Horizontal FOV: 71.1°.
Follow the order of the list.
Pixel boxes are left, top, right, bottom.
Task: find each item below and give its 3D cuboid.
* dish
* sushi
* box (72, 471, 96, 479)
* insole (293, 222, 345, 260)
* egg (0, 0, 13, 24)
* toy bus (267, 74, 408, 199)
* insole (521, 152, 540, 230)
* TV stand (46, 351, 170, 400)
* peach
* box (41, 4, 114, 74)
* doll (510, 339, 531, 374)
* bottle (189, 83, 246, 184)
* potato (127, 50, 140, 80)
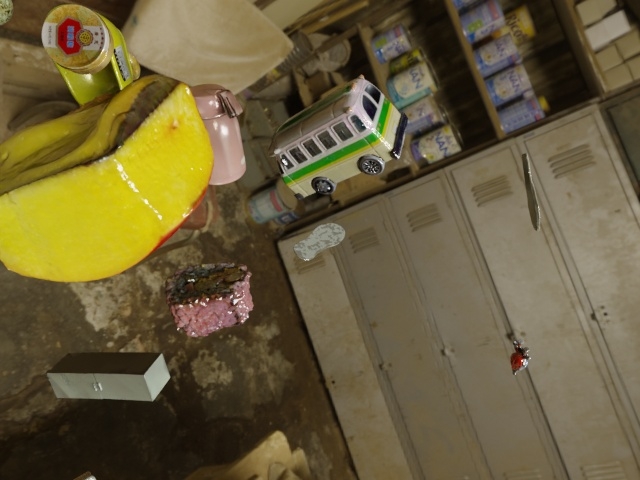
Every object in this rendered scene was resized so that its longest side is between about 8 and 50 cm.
[{"bbox_3d":[-0.554,-0.454,1.129,0.108,0.221,0.262,-50,135,-48],"label":"dish"},{"bbox_3d":[-0.345,0.178,1.417,0.236,0.270,0.170,-115,-162,-58],"label":"sushi"},{"bbox_3d":[-0.641,0.699,1.215,0.089,0.062,0.122,-25,105,-31],"label":"box"},{"bbox_3d":[0.000,0.000,1.079,0.065,0.006,0.193,44,40,10],"label":"insole"},{"bbox_3d":[-0.657,-0.462,0.867,0.085,0.110,0.085,8,90,-82],"label":"egg"},{"bbox_3d":[0.022,-0.225,1.017,0.179,0.306,0.143,41,50,-31],"label":"toy bus"},{"bbox_3d":[0.510,-0.116,1.084,0.063,0.010,0.191,-53,131,-75],"label":"insole"},{"bbox_3d":[-0.519,0.330,1.095,0.088,0.270,0.082,-67,150,-64],"label":"TV stand"},{"bbox_3d":[-0.365,-0.111,0.784,0.242,0.381,0.306,59,8,-41],"label":"peach"},{"bbox_3d":[-0.400,-0.331,0.741,0.037,0.106,0.105,-128,-167,-85],"label":"box"},{"bbox_3d":[0.529,0.315,1.193,0.039,0.057,0.114,-32,134,-37],"label":"doll"},{"bbox_3d":[-0.324,-0.336,1.412,0.173,0.207,0.296,-44,144,-41],"label":"bottle"},{"bbox_3d":[-0.530,-0.487,1.258,0.047,0.092,0.045,19,59,-3],"label":"potato"}]
